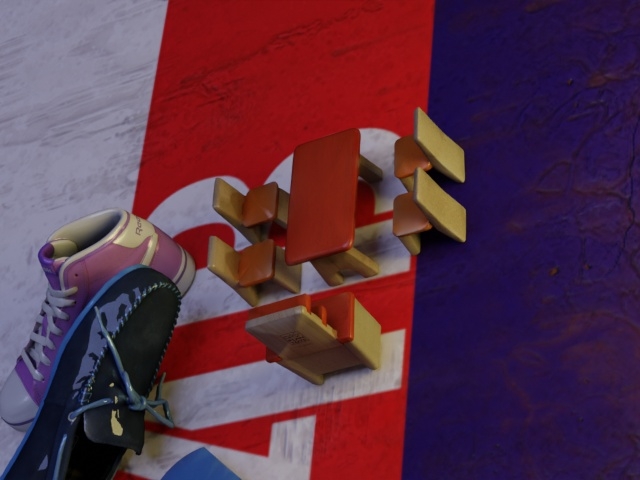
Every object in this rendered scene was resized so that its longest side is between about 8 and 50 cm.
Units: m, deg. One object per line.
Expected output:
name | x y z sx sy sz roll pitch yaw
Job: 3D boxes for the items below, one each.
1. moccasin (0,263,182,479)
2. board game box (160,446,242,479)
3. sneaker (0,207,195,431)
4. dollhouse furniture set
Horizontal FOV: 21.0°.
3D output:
moccasin | -0.224 0.197 1.813 0.117 0.137 0.342 27 94 41
board game box | -0.115 0.289 1.715 0.133 0.033 0.168 -57 39 -1
sneaker | -0.288 0.077 1.904 0.282 0.161 0.102 -48 45 3
dollhouse furniture set | 0.000 0.000 1.746 0.262 0.135 0.259 -17 52 28
